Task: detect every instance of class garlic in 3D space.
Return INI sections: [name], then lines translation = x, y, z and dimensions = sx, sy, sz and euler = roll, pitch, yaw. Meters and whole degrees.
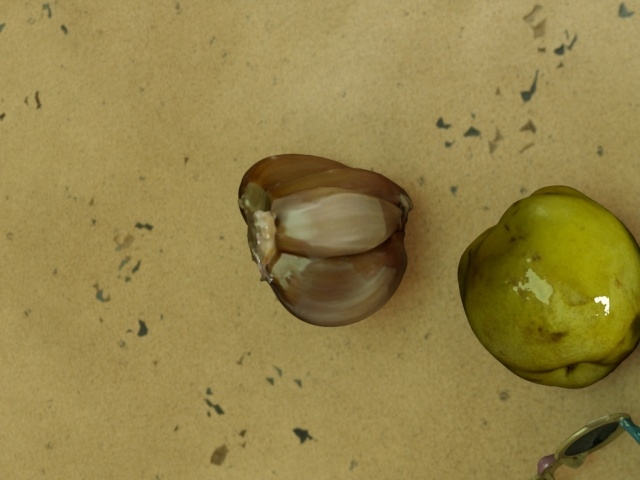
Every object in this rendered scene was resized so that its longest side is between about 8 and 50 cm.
[garlic]
translation = 0.000, 0.000, 1.995
dimensions = 0.214, 0.191, 0.160
euler = -138, 49, -71

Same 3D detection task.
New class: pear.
[pear]
translation = 0.233, 0.049, 1.829
dimensions = 0.200, 0.200, 0.200
euler = -3, 85, 32

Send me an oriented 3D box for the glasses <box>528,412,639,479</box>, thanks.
[glasses]
translation = 0.303, 0.294, 1.852
dimensions = 0.220, 0.088, 0.190
euler = 43, 109, 6
